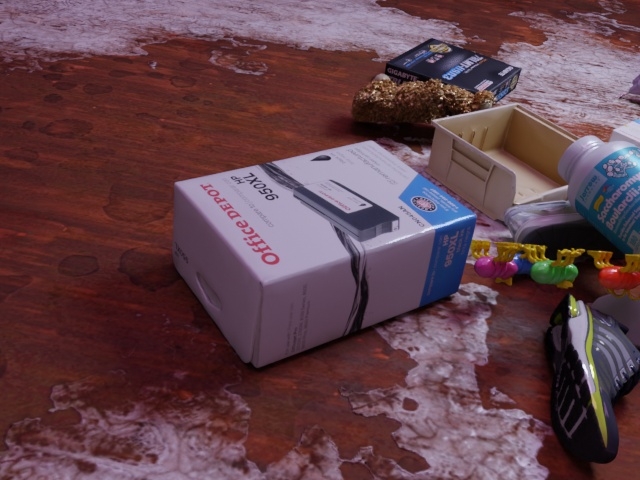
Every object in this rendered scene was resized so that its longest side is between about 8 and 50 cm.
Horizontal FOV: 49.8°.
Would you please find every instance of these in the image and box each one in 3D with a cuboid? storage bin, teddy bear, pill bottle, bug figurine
[{"bbox_3d":[0.405,-0.167,1.464,0.262,0.123,0.260,-16,41,-31],"label":"storage bin"},{"bbox_3d":[0.242,-0.331,1.616,0.338,0.113,0.245,5,12,19],"label":"teddy bear"},{"bbox_3d":[0.517,-0.067,1.149,0.146,0.146,0.264,-11,43,-25],"label":"pill bottle"},{"bbox_3d":[0.364,0.044,1.105,0.216,0.072,0.279,5,2,-32],"label":"bug figurine"}]

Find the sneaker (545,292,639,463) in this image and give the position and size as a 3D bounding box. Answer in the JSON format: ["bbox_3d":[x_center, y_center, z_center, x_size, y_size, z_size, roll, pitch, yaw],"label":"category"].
[{"bbox_3d":[0.397,0.188,0.970,0.121,0.111,0.300,16,37,5],"label":"sneaker"}]

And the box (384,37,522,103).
[{"bbox_3d":[0.372,-0.463,1.930,0.293,0.073,0.295,25,39,24],"label":"box"}]

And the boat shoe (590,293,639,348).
[{"bbox_3d":[0.540,0.148,1.081,0.227,0.079,0.081,18,-9,46],"label":"boat shoe"}]

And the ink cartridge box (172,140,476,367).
[{"bbox_3d":[0.000,0.000,1.101,0.395,0.166,0.285,-17,41,-31],"label":"ink cartridge box"}]

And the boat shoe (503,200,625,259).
[{"bbox_3d":[0.509,-0.034,1.303,0.320,0.118,0.103,-7,41,-9],"label":"boat shoe"}]

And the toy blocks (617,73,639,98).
[{"bbox_3d":[1.023,-0.522,1.996,0.288,0.309,0.260,-37,12,-36],"label":"toy blocks"}]

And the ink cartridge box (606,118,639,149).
[{"bbox_3d":[0.741,-0.216,1.630,0.143,0.090,0.092,-23,45,-35],"label":"ink cartridge box"}]
